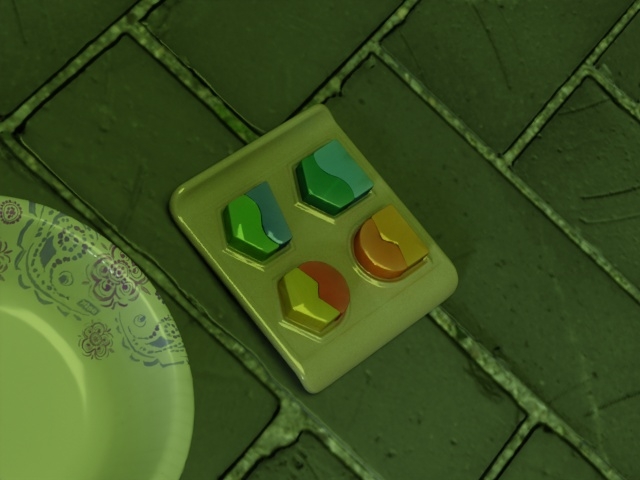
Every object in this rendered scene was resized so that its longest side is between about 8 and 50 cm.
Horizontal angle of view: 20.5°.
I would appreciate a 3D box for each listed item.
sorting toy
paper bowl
[{"bbox_3d":[0.000,0.000,1.510,0.193,0.038,0.208,-34,84,-33],"label":"sorting toy"},{"bbox_3d":[-0.245,0.122,1.264,0.284,0.148,0.284,16,57,-26],"label":"paper bowl"}]
